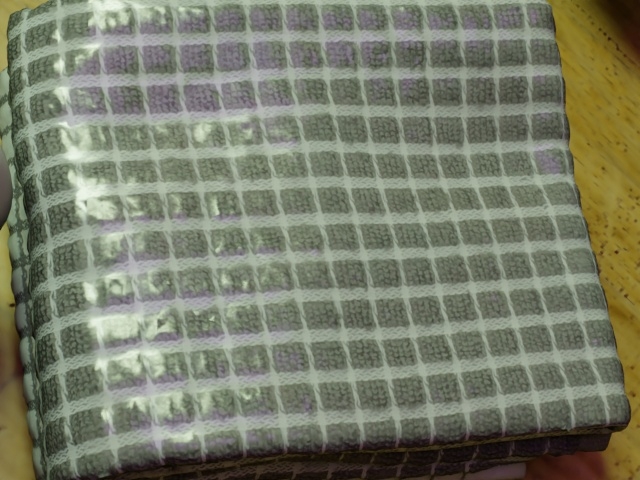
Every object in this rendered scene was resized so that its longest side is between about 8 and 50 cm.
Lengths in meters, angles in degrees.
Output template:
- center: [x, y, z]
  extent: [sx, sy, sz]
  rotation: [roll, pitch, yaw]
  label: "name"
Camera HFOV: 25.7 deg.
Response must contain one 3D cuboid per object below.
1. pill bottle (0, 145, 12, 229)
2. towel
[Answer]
- center: [-0.267, 0.032, 0.539]
  extent: [0.161, 0.161, 0.283]
  rotation: [36, 60, 3]
  label: "pill bottle"
- center: [0.000, 0.000, 0.658]
  extent: [0.284, 0.121, 0.235]
  rotation: [-4, 67, -18]
  label: "towel"
